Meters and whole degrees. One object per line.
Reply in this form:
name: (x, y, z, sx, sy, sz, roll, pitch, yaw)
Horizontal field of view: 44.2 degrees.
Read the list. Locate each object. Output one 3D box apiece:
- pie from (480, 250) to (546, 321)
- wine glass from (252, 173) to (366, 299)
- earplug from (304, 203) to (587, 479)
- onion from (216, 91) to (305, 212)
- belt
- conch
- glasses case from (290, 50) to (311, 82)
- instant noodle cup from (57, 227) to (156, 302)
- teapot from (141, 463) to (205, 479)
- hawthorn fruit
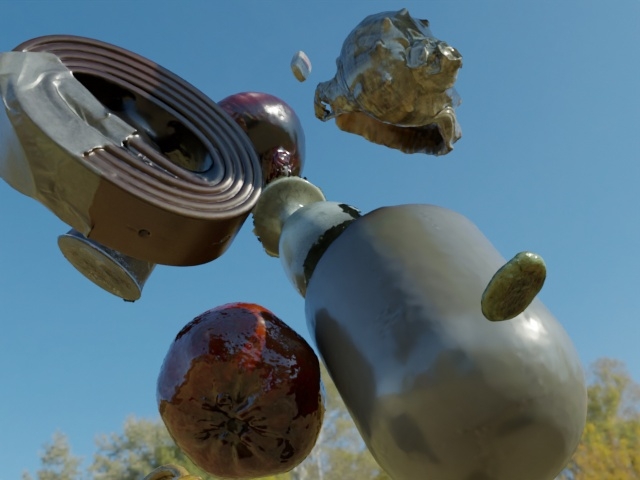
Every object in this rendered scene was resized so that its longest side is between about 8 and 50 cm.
pie: (0.200, 0.047, 0.812, 0.085, 0.017, 0.085, -19, -48, -23)
wine glass: (-0.004, 0.003, 1.442, 0.190, 0.357, 0.190, -7, -72, -22)
earplug: (0.175, 0.165, 1.077, 0.312, 0.394, 0.313, -8, -60, -14)
onion: (-0.128, -0.178, 1.682, 0.273, 0.285, 0.273, -21, -55, -34)
belt: (-0.238, -0.107, 0.950, 0.338, 0.217, 0.122, 32, -43, -6)
conch: (0.106, -0.226, 1.094, 0.210, 0.159, 0.291, 21, -3, -30)
glasses case: (-0.030, -0.265, 1.201, 0.021, 0.083, 0.032, -29, -67, 20)
instant noodle cup: (-0.425, -0.011, 1.723, 0.217, 0.207, 0.217, 25, -28, 15)
teapot: (-0.148, 0.374, 0.872, 0.167, 0.311, 0.203, -43, -47, -7)
hawthorn fruit: (-0.110, 0.204, 1.188, 0.254, 0.300, 0.254, 2, -69, 5)
